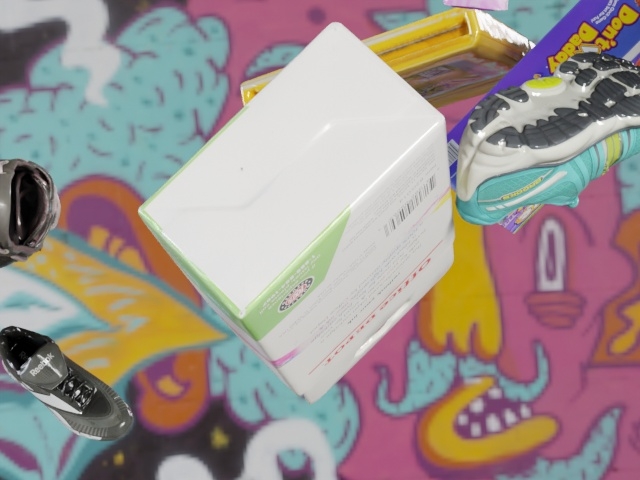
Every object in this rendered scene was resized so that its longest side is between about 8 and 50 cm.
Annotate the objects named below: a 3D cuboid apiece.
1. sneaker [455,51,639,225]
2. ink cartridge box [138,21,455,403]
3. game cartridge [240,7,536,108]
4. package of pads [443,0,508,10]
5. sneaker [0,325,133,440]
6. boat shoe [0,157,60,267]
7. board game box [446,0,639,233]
[{"bbox_3d":[0.218,-0.089,1.120,0.275,0.110,0.107,-18,48,-32],"label":"sneaker"},{"bbox_3d":[0.000,0.000,1.057,0.207,0.119,0.353,-44,-18,-8],"label":"ink cartridge box"},{"bbox_3d":[0.099,-0.190,1.536,0.285,0.053,0.323,-16,-7,23],"label":"game cartridge"},{"bbox_3d":[0.125,-0.221,0.999,0.050,0.083,0.032,8,15,11],"label":"package of pads"},{"bbox_3d":[-0.356,0.190,1.748,0.234,0.078,0.106,33,-18,20],"label":"sneaker"},{"bbox_3d":[-0.304,-0.026,1.272,0.095,0.112,0.335,-1,2,4],"label":"boat shoe"},{"bbox_3d":[0.287,-0.167,1.409,0.347,0.078,0.233,-46,-18,10],"label":"board game box"}]
